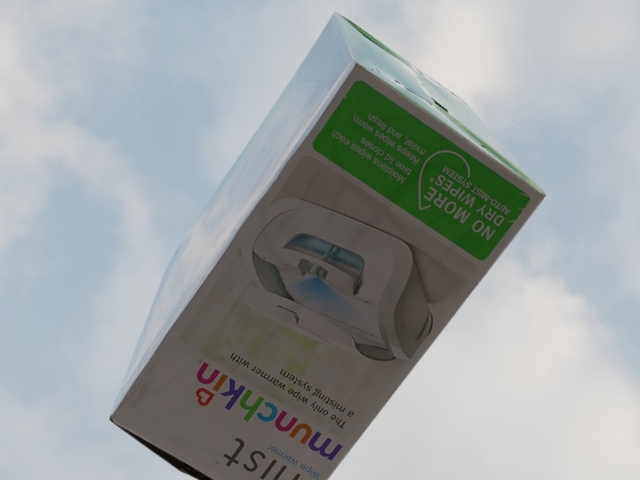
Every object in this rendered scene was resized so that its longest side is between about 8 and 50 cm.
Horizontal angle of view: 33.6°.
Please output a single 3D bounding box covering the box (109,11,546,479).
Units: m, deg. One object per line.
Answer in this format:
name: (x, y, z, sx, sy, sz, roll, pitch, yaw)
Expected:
box: (0.000, 0.000, 0.655, 0.126, 0.262, 0.231, 33, -75, -11)
